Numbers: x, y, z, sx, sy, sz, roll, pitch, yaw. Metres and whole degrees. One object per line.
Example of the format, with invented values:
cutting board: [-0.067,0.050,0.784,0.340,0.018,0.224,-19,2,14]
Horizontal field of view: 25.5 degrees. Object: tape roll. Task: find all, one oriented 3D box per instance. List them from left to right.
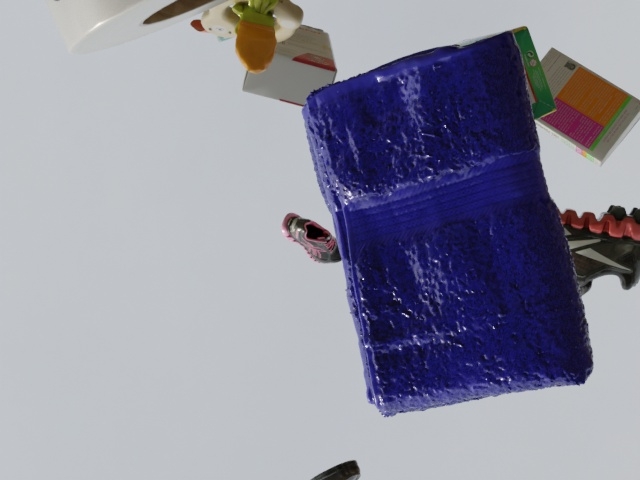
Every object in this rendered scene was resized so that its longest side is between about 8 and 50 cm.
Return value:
tape roll: [-0.136,-0.331,1.689,0.392,0.072,0.392,-24,-176,2]

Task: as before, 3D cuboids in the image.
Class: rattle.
rattle: [-0.120,-0.268,1.954,0.199,0.143,0.130,-12,164,43]

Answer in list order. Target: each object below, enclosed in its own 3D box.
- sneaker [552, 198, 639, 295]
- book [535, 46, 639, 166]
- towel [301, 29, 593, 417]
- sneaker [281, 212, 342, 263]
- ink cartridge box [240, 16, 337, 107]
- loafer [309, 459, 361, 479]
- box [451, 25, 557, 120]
sneaker: [0.329,0.008,1.974,0.276,0.135,0.097,8,-175,11]
book: [0.324,-0.170,1.798,0.144,0.035,0.096,37,-100,19]
towel: [0.099,-0.007,1.225,0.227,0.308,0.076,-17,177,38]
sneaker: [0.000,0.000,2.005,0.057,0.119,0.047,0,-114,47]
ink cartridge box: [-0.049,-0.267,2.102,0.127,0.072,0.175,14,-156,-10]
loafer: [0.004,0.321,1.672,0.062,0.170,0.061,-7,-126,-39]
box: [0.200,-0.188,1.659,0.043,0.105,0.179,-24,-171,-17]
